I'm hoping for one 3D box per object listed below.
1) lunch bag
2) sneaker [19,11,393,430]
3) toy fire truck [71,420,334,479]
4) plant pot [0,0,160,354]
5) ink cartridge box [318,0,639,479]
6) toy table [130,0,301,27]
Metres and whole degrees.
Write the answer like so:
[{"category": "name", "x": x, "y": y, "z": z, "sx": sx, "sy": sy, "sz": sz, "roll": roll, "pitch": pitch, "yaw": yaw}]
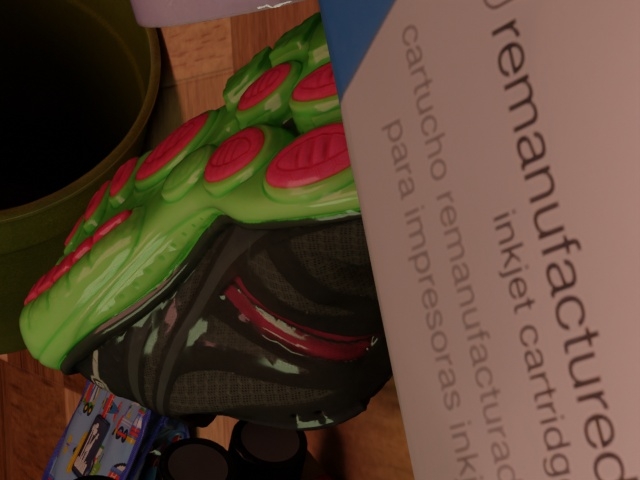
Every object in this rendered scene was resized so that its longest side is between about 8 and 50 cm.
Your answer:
[{"category": "lunch bag", "x": -0.197, "y": 0.259, "z": 1.513, "sx": 0.221, "sy": 0.138, "sz": 0.293, "roll": -170, "pitch": 93, "yaw": -68}, {"category": "sneaker", "x": 0.000, "y": 0.000, "z": 0.952, "sx": 0.483, "sy": 0.202, "sz": 0.185, "roll": -26, "pitch": 32, "yaw": 52}, {"category": "toy fire truck", "x": -0.053, "y": 0.275, "z": 1.059, "sx": 0.246, "sy": 0.217, "sz": 0.158, "roll": 47, "pitch": 139, "yaw": 34}, {"category": "plant pot", "x": -0.343, "y": -0.067, "z": 1.545, "sx": 0.353, "sy": 0.366, "sz": 0.366, "roll": 99, "pitch": 157, "yaw": -56}, {"category": "ink cartridge box", "x": 0.184, "y": -0.096, "z": 0.330, "sx": 0.395, "sy": 0.166, "sz": 0.285, "roll": -25, "pitch": 72, "yaw": 46}, {"category": "toy table", "x": -0.044, "y": -0.226, "z": 0.919, "sx": 0.274, "sy": 0.252, "sz": 0.161, "roll": 7, "pitch": 116, "yaw": 55}]
